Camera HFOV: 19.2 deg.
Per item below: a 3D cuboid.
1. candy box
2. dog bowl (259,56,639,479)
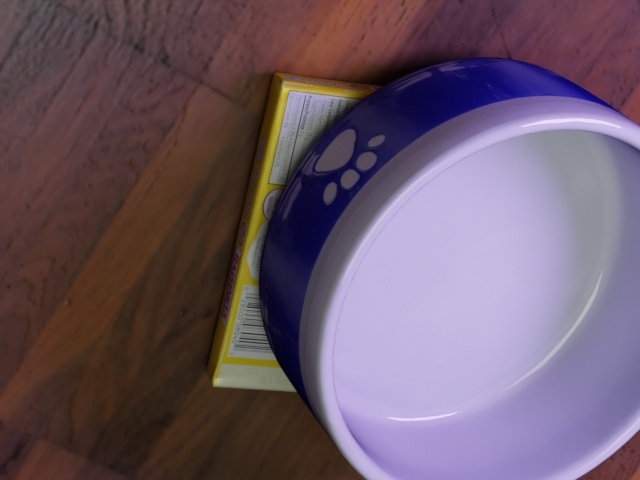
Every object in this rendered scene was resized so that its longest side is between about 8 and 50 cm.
[{"bbox_3d":[0.000,0.000,1.176,0.105,0.027,0.206,5,113,-22],"label":"candy box"},{"bbox_3d":[0.100,0.027,1.152,0.265,0.104,0.265,-11,120,-20],"label":"dog bowl"}]
